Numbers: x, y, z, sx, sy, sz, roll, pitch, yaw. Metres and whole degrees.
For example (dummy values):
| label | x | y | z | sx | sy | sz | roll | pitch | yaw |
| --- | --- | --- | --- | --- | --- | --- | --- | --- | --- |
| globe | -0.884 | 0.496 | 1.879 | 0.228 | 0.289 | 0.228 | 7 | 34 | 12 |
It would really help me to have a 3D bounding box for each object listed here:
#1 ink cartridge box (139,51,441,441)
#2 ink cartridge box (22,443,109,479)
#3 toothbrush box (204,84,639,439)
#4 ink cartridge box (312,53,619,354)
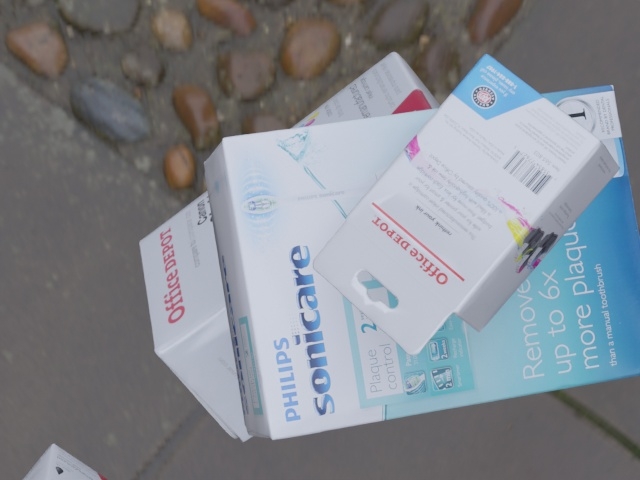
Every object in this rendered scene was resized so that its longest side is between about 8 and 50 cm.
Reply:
| label | x | y | z | sx | sy | sz | roll | pitch | yaw |
| --- | --- | --- | --- | --- | --- | --- | --- | --- | --- |
| ink cartridge box | 0.000 | 0.000 | 1.408 | 0.306 | 0.226 | 0.131 | -35 | 117 | 8 |
| ink cartridge box | -0.203 | 0.241 | 1.321 | 0.099 | 0.135 | 0.056 | 36 | 101 | -15 |
| toothbrush box | 0.077 | 0.016 | 1.176 | 0.295 | 0.126 | 0.216 | -8 | 86 | -11 |
| ink cartridge box | 0.094 | -0.016 | 1.044 | 0.104 | 0.061 | 0.181 | 42 | 93 | 27 |
